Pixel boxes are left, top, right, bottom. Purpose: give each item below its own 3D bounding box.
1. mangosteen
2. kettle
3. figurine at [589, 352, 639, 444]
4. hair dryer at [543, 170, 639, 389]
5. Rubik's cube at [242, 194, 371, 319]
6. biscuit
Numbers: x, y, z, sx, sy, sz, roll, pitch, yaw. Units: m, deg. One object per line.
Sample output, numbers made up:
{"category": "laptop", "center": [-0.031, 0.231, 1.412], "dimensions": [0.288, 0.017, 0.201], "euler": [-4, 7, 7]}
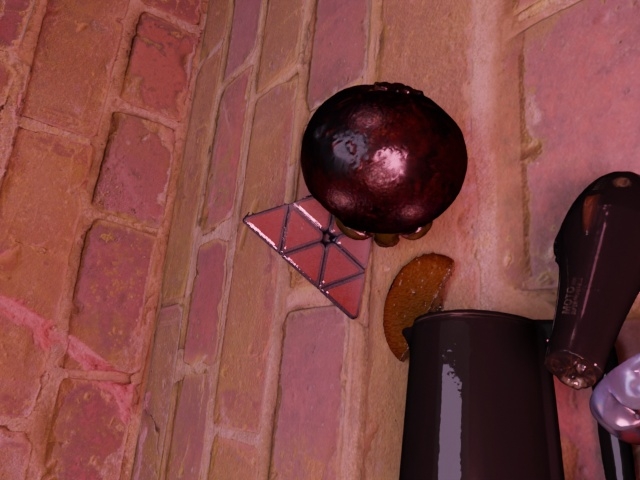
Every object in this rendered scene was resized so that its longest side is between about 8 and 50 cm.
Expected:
{"category": "mangosteen", "center": [0.100, -0.130, 0.969], "dimensions": [0.293, 0.297, 0.297], "euler": [-58, 36, 21]}
{"category": "kettle", "center": [0.221, 0.250, 0.701], "dimensions": [0.262, 0.203, 0.307], "euler": [-24, 55, 54]}
{"category": "figurine", "center": [0.392, 0.283, 0.417], "dimensions": [0.276, 0.248, 0.388], "euler": [-54, 28, 34]}
{"category": "hair dryer", "center": [0.395, 0.005, 0.536], "dimensions": [0.360, 0.120, 0.303], "euler": [-18, 26, 46]}
{"category": "Rubik's cube", "center": [-0.001, -0.001, 1.196], "dimensions": [0.229, 0.228, 0.233], "euler": [8, 126, 22]}
{"category": "biscuit", "center": [0.169, 0.107, 1.000], "dimensions": [0.126, 0.025, 0.206], "euler": [44, 113, 54]}
